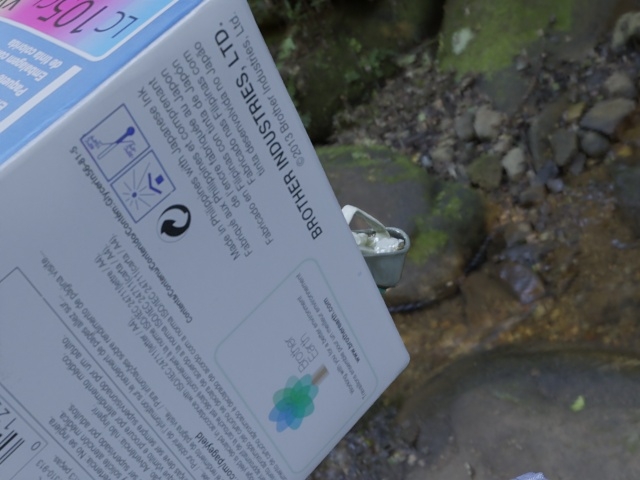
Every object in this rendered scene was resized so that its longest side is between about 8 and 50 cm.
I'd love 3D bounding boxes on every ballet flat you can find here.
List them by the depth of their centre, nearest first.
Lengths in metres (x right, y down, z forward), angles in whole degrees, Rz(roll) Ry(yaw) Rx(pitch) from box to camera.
[{"bbox_3d":[0.000,0.000,0.742,0.072,0.213,0.068,28,102,37],"label":"ballet flat"}]

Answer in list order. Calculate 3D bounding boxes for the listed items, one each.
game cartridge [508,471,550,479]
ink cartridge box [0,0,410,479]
[{"bbox_3d":[0.296,0.445,1.440,0.230,0.068,0.355,-15,-5,-8],"label":"game cartridge"},{"bbox_3d":[-0.165,0.088,0.421,0.151,0.270,0.395,23,61,42],"label":"ink cartridge box"}]
